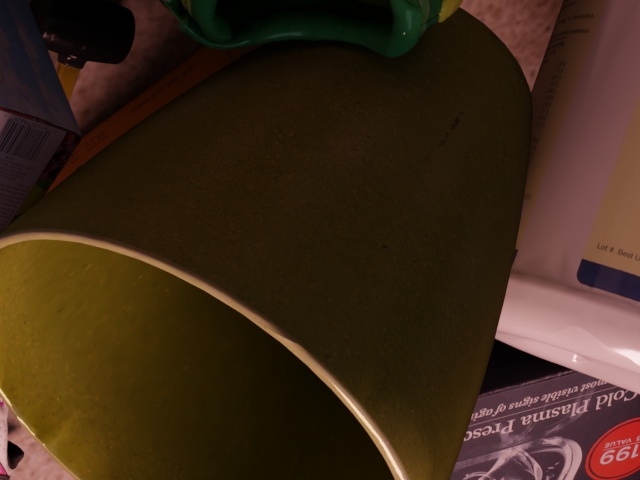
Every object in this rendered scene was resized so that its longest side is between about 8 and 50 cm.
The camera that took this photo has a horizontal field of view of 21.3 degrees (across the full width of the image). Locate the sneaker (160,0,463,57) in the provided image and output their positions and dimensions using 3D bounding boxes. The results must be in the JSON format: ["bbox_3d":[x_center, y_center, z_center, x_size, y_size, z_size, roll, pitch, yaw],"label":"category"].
[{"bbox_3d":[-0.064,-0.176,0.901,0.295,0.123,0.109,16,132,7],"label":"sneaker"}]

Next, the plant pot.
[{"bbox_3d":[0.000,0.000,0.952,0.293,0.274,0.275,-54,149,-34],"label":"plant pot"}]

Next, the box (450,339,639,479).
[{"bbox_3d":[0.084,0.161,1.312,0.343,0.179,0.312,-13,136,-16],"label":"box"}]

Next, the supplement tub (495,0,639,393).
[{"bbox_3d":[0.246,-0.064,1.070,0.235,0.235,0.325,24,84,-40],"label":"supplement tub"}]

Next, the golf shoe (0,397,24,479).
[{"bbox_3d":[-0.260,0.114,1.184,0.086,0.067,0.186,-40,143,-29],"label":"golf shoe"}]

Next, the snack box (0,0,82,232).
[{"bbox_3d":[-0.231,-0.041,0.965,0.070,0.174,0.207,17,120,-36],"label":"snack box"}]

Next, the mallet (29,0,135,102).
[{"bbox_3d":[-0.175,-0.063,1.032,0.062,0.039,0.190,21,97,-34],"label":"mallet"}]

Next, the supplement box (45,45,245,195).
[{"bbox_3d":[-0.126,-0.028,1.103,0.233,0.078,0.080,-37,136,10],"label":"supplement box"}]
